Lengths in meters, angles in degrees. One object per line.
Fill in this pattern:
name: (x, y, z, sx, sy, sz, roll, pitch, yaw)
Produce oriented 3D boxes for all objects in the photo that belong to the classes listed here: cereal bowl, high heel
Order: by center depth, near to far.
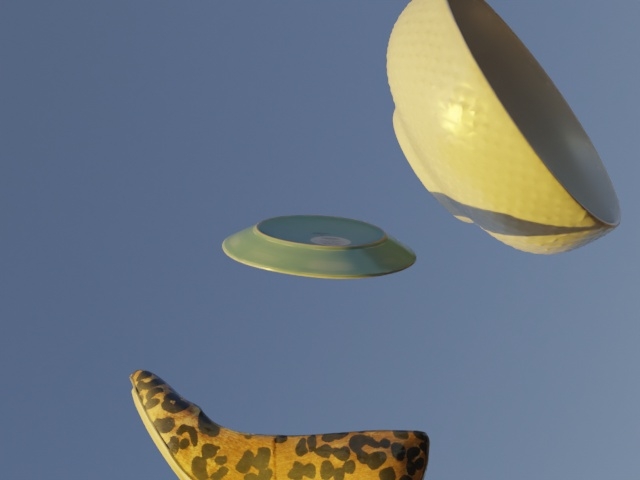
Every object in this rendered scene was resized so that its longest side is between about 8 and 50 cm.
high heel: (-0.038, 0.167, 0.921, 0.186, 0.261, 0.093, -39, -25, -12)
cereal bowl: (0.185, -0.123, 1.165, 0.141, 0.338, 0.339, -35, -42, 25)

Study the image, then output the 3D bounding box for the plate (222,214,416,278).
plate: (0.000, 0.000, 0.997, 0.188, 0.188, 0.024, -5, -74, -34)
